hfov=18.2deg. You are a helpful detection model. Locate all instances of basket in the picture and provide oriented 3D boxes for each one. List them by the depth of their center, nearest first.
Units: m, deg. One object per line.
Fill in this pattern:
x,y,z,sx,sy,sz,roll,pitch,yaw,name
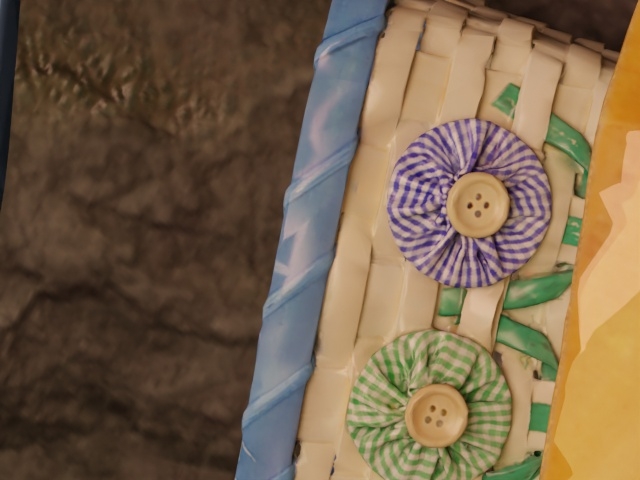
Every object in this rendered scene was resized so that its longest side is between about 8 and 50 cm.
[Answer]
0.000,0.000,0.768,0.289,0.201,0.254,9,96,14,basket

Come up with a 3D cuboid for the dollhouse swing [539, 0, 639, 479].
0.208,0.090,0.576,0.315,0.305,0.346,9,95,3,dollhouse swing
